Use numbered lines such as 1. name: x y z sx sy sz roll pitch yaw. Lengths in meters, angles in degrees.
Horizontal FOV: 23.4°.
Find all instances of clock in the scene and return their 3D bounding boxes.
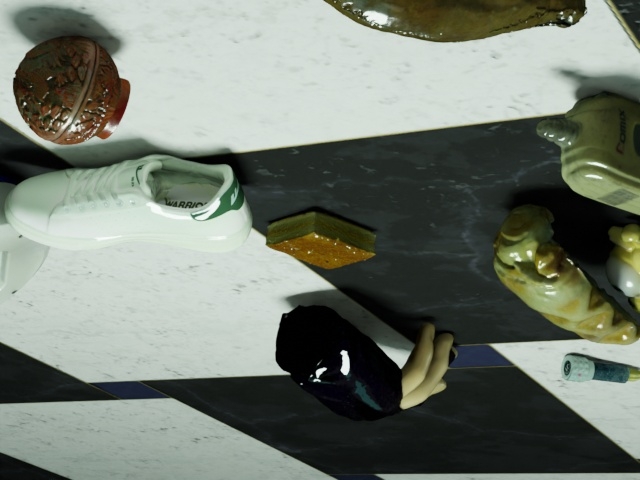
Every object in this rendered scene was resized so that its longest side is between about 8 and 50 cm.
1. clock: -0.417 0.023 1.720 0.230 0.083 0.230 -31 161 -12

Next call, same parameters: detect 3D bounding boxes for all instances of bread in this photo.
1. bread: 0.259 0.045 1.670 0.088 0.128 0.232 -39 144 11
2. bread: 0.000 0.000 1.759 0.094 0.035 0.090 20 156 -34

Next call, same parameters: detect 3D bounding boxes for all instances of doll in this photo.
1. doll: 0.390 0.062 1.734 0.117 0.086 0.291 30 171 31

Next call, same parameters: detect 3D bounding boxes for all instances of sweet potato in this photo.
1. sweet potato: 0.072 -0.196 1.137 0.286 0.085 0.112 17 153 -28

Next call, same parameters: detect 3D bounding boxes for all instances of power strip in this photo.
1. power strip: 0.359 -0.053 1.424 0.388 0.092 0.066 16 157 -25

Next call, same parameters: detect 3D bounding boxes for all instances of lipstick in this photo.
1. lipstick: 0.391 0.182 2.135 0.116 0.037 0.037 9 160 -19

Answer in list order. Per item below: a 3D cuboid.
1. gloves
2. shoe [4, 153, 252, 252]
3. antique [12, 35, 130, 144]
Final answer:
1. gloves: 0.065 0.165 2.060 0.301 0.152 0.197 5 -168 -39
2. shoe: -0.203 -0.051 1.623 0.265 0.095 0.110 4 150 0
3. antique: -0.225 -0.134 1.375 0.104 0.104 0.104 6 160 2
